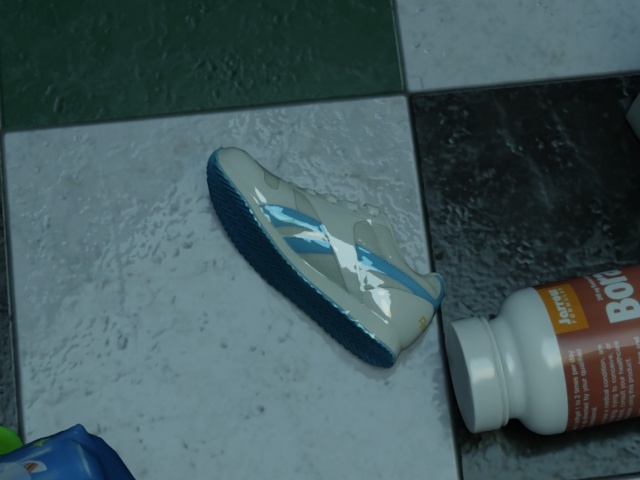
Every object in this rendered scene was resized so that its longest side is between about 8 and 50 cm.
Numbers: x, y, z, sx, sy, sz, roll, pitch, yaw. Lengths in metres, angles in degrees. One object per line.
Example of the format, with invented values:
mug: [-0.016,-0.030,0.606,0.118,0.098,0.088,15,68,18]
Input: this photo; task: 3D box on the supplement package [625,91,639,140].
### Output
supplement package: [0.401,-0.105,1.341,0.198,0.263,0.199,-27,77,-10]

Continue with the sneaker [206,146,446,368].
sneaker: [0.000,0.000,1.394,0.228,0.087,0.092,43,70,3]

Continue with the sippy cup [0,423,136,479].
sippy cup: [-0.222,0.256,1.210,0.224,0.240,0.305,-32,70,-1]

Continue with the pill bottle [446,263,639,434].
pill bottle: [0.216,0.089,1.351,0.216,0.121,0.121,-11,75,-6]
